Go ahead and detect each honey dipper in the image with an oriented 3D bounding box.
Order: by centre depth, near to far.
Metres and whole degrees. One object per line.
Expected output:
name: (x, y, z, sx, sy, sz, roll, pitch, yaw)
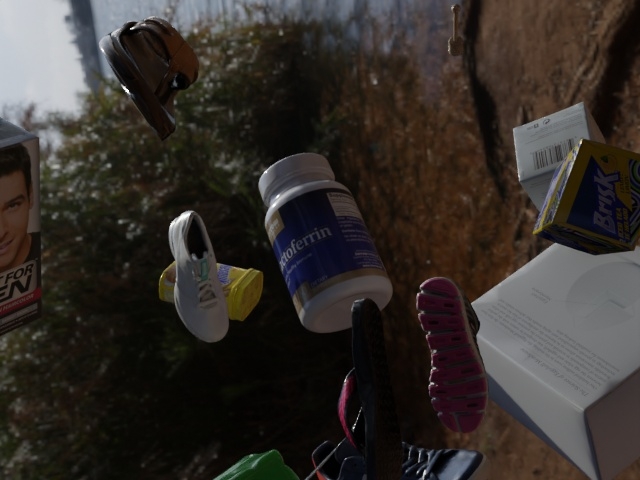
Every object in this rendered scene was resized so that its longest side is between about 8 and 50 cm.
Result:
honey dipper: (0.277, -0.431, 1.746, 0.161, 0.030, 0.031, 71, -175, -68)

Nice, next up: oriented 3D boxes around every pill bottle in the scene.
pill bottle: (0.000, 0.000, 1.366, 0.153, 0.153, 0.265, 102, 149, -58)

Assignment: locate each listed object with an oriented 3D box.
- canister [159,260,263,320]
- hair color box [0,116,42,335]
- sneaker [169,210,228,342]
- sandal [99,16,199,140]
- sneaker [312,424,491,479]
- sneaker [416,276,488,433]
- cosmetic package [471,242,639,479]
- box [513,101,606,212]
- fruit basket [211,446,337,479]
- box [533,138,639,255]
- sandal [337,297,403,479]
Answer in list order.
canister: (-0.212, 0.089, 1.662, 0.126, 0.169, 0.073, -52, -29, -62)
hair color box: (-0.593, -0.006, 1.484, 0.113, 0.185, 0.375, 26, 123, 27)
sneaker: (-0.191, 0.056, 1.356, 0.094, 0.080, 0.212, -27, 78, 66)
sandal: (-0.133, -0.152, 0.733, 0.090, 0.060, 0.219, 56, -169, -19)
sneaker: (0.114, 0.371, 1.414, 0.350, 0.131, 0.148, -25, 99, 42)
sneaker: (0.145, 0.116, 0.911, 0.075, 0.063, 0.171, -25, -77, -68)
cosmetic package: (0.320, 0.124, 1.009, 0.224, 0.224, 0.138, 38, 155, 52)
box: (0.315, -0.103, 1.107, 0.087, 0.101, 0.102, 45, -143, -39)
fruit basket: (-0.139, 0.435, 1.141, 0.165, 0.327, 0.353, 47, 140, 19)
box: (0.188, -0.025, 0.600, 0.169, 0.054, 0.059, 12, -82, -79)
sandal: (0.039, 0.139, 0.747, 0.067, 0.040, 0.179, 40, -140, -59)
